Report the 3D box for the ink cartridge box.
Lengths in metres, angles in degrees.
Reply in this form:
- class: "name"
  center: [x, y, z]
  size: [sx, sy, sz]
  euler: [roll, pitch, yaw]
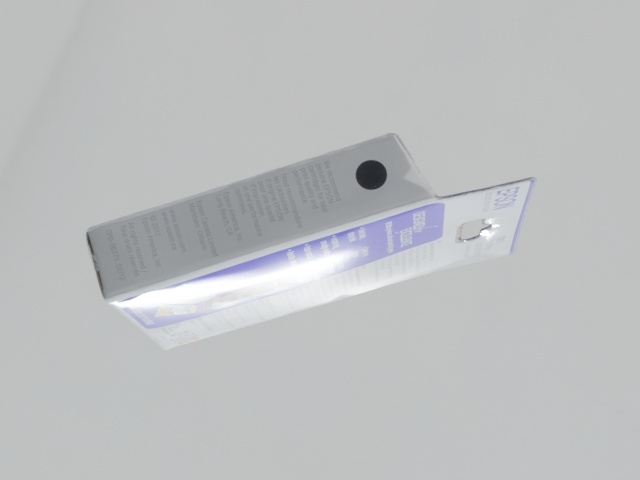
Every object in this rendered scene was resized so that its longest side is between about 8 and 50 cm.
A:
- class: "ink cartridge box"
  center: [0.000, 0.000, 0.908]
  size: [0.208, 0.206, 0.045]
  euler: [-15, -101, 0]
